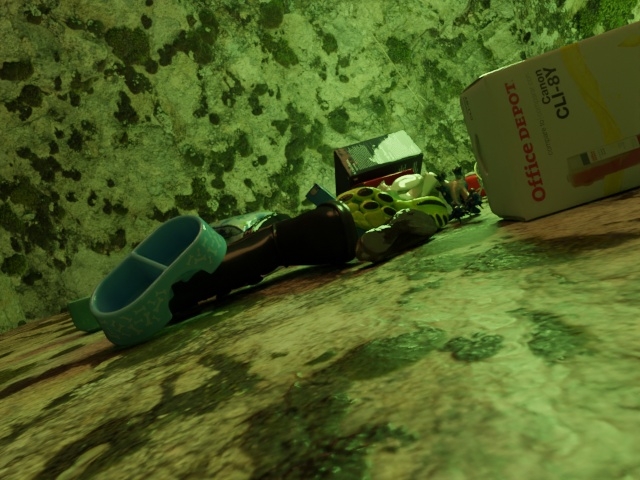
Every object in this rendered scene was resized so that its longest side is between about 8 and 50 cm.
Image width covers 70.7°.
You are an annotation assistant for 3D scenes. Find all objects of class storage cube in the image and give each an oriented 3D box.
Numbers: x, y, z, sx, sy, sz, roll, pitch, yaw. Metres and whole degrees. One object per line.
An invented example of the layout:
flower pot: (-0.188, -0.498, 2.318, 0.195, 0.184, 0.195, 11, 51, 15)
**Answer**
storage cube: (0.242, -0.143, 1.656, 0.193, 0.183, 0.215, -18, 3, -10)

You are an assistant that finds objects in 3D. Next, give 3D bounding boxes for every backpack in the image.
backpack: (-0.302, 0.010, 1.726, 0.356, 0.273, 0.290, -30, 2, 38)

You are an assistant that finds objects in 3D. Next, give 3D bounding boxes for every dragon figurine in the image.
dragon figurine: (0.358, -0.098, 1.166, 0.085, 0.143, 0.289, -19, -16, 11)

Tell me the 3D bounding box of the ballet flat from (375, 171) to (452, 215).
ballet flat: (0.282, -0.125, 1.283, 0.409, 0.146, 0.147, -16, 1, -45)

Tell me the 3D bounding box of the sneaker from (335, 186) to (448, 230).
sneaker: (0.164, -0.050, 1.072, 0.296, 0.109, 0.123, 5, -25, -24)

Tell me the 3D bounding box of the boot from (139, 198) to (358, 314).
boot: (-0.177, 0.049, 1.002, 0.446, 0.146, 0.367, -17, 0, -20)

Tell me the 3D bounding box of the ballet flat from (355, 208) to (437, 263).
ballet flat: (0.156, -0.006, 0.932, 0.250, 0.084, 0.058, -24, -28, -43)

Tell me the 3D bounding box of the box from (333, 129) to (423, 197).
box: (0.234, -0.242, 1.883, 0.313, 0.178, 0.343, -19, -38, -11)

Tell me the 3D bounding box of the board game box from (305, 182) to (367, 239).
board game box: (0.061, -0.063, 1.171, 0.047, 0.210, 0.160, -50, -1, 7)

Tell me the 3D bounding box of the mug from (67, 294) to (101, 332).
mug: (-0.628, 0.200, 1.278, 0.130, 0.097, 0.158, -19, 3, -10)

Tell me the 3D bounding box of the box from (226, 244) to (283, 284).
box: (-0.248, 0.067, 1.338, 0.214, 0.117, 0.243, -16, 4, 23)

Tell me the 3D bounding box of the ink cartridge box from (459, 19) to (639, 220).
ink cartridge box: (0.500, -0.221, 0.846, 0.385, 0.279, 0.160, -18, 4, 4)

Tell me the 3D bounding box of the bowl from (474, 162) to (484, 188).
bowl: (0.582, -0.198, 1.469, 0.170, 0.080, 0.170, -2, 47, 3)

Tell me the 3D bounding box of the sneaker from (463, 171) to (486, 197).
sneaker: (0.497, -0.161, 1.635, 0.118, 0.107, 0.279, -43, 14, -34)

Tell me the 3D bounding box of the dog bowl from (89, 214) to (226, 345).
dog bowl: (-0.319, 0.062, 0.885, 0.166, 0.074, 0.297, 15, 53, 36)
